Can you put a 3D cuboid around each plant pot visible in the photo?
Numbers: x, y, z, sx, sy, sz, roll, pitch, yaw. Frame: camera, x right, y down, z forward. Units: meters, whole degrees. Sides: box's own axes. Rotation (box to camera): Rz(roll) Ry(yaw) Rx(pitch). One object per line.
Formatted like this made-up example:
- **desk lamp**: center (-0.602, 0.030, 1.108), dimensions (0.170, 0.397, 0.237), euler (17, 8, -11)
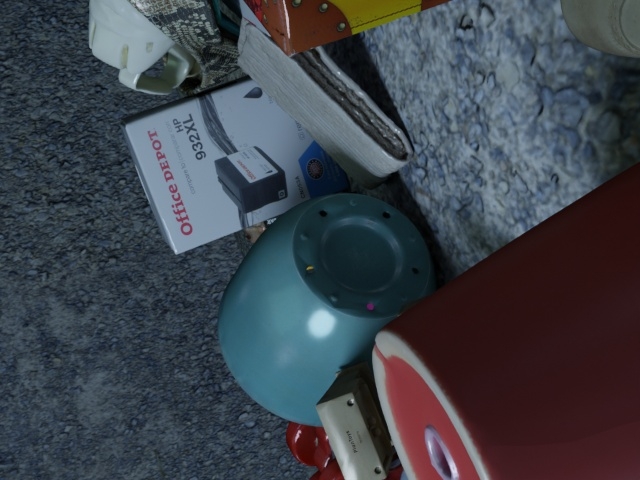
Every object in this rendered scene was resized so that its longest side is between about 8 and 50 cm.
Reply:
- **plant pot**: center (0.024, 0.074, 1.153), dimensions (0.293, 0.293, 0.235), euler (64, 153, 22)
- **plant pot**: center (0.182, 0.102, 0.566), dimensions (0.275, 0.243, 0.275), euler (159, 90, -78)

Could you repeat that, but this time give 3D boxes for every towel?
- **towel**: center (-0.001, -0.187, 1.138), dimensions (0.282, 0.049, 0.187), euler (45, 169, -1)

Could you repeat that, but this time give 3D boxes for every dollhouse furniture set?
- **dollhouse furniture set**: center (0.135, 0.169, 0.950), dimensions (0.161, 0.242, 0.212), euler (-13, -99, -80)

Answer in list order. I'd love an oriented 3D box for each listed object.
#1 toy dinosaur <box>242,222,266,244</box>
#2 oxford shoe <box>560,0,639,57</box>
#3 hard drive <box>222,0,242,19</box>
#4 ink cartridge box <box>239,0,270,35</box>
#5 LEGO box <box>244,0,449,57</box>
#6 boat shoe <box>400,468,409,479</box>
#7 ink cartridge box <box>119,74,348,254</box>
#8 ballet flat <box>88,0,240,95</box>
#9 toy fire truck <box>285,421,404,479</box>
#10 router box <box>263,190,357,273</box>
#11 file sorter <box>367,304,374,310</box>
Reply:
- **toy dinosaur**: center (-0.036, -0.027, 1.606), dimensions (0.296, 0.127, 0.200), euler (32, 155, 44)
- **oxford shoe**: center (0.187, -0.143, 0.387), dimensions (0.348, 0.130, 0.123), euler (180, 69, -77)
- **hard drive**: center (-0.143, -0.403, 1.155), dimensions (0.339, 0.064, 0.237), euler (44, 175, 0)
- **ink cartridge box**: center (-0.008, -0.284, 0.951), dimensions (0.109, 0.150, 0.063), euler (-132, 27, -58)
- **LEGO box**: center (-0.043, -0.469, 0.681), dimensions (0.500, 0.193, 0.372), euler (81, 162, -45)
- **boat shoe**: center (0.202, 0.448, 1.195), dimensions (0.136, 0.156, 0.367), euler (-109, 9, -62)
- **ink cartridge box**: center (-0.141, -0.140, 1.391), dimensions (0.129, 0.307, 0.223), euler (-148, 38, -70)
- **ballet flat**: center (-0.207, -0.279, 1.123), dimensions (0.164, 0.182, 0.483), euler (41, -179, 6)
- **toy fire truck**: center (0.105, 0.352, 1.303), dimensions (0.169, 0.254, 0.302), euler (-135, 28, -59)
- **router box**: center (0.000, 0.000, 1.419), dimensions (0.179, 0.046, 0.133), euler (-11, 104, 38)
- **file sorter**: center (0.068, 0.249, 1.452), dimensions (0.202, 0.182, 0.290), euler (-137, 28, -63)
